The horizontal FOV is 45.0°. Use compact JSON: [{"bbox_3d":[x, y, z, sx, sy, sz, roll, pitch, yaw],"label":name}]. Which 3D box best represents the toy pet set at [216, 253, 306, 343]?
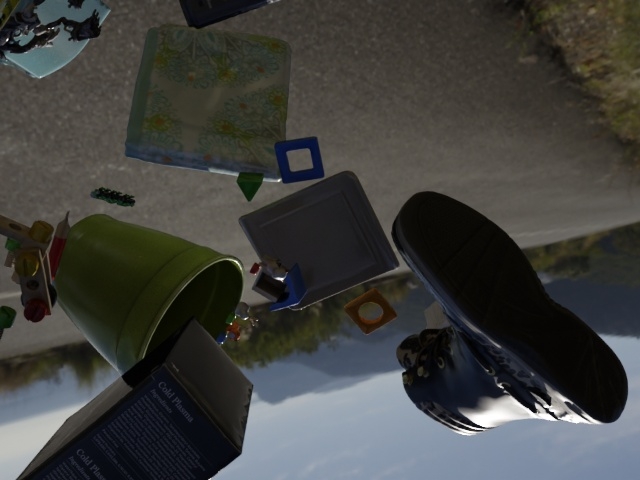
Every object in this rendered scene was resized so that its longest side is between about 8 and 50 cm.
[{"bbox_3d":[-0.065,0.078,0.997,0.122,0.065,0.114,-63,175,23],"label":"toy pet set"}]

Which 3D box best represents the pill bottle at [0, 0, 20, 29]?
[{"bbox_3d":[-0.419,-0.227,0.750,0.188,0.334,0.188,26,166,7],"label":"pill bottle"}]

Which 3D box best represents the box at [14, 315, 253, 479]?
[{"bbox_3d":[-0.287,0.315,1.249,0.312,0.179,0.343,-40,-174,3],"label":"box"}]

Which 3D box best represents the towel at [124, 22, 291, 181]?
[{"bbox_3d":[-0.224,-0.300,1.625,0.320,0.374,0.090,7,147,-6],"label":"towel"}]

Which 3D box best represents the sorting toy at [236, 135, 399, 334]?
[{"bbox_3d":[0.000,0.000,1.177,0.196,0.348,0.047,-22,-155,14],"label":"sorting toy"}]

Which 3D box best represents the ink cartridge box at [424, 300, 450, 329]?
[{"bbox_3d":[0.277,0.154,1.528,0.143,0.092,0.090,-45,-158,22],"label":"ink cartridge box"}]

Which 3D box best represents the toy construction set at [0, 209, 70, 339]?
[{"bbox_3d":[-0.519,-0.017,1.293,0.257,0.237,0.309,25,-166,8],"label":"toy construction set"}]

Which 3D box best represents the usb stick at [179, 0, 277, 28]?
[{"bbox_3d":[-0.128,-0.476,1.454,0.278,0.077,0.045,-22,-160,-8],"label":"usb stick"}]

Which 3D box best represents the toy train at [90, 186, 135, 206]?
[{"bbox_3d":[-0.286,-0.059,1.066,0.023,0.017,0.083,-6,171,21],"label":"toy train"}]

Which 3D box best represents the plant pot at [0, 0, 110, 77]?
[{"bbox_3d":[-0.729,-0.555,1.907,0.247,0.252,0.247,25,175,23],"label":"plant pot"}]

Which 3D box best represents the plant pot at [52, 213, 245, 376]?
[{"bbox_3d":[-0.423,0.118,1.764,0.353,0.366,0.366,28,-173,18],"label":"plant pot"}]

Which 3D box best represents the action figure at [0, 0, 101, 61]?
[{"bbox_3d":[-0.561,-0.437,1.493,0.275,0.164,0.141,0,-142,12],"label":"action figure"}]

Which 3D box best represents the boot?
[{"bbox_3d":[0.191,0.124,1.054,0.138,0.377,0.284,-53,-172,-32],"label":"boot"}]
